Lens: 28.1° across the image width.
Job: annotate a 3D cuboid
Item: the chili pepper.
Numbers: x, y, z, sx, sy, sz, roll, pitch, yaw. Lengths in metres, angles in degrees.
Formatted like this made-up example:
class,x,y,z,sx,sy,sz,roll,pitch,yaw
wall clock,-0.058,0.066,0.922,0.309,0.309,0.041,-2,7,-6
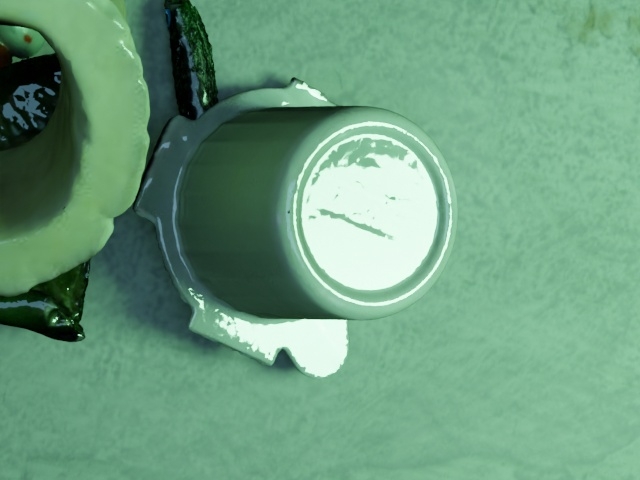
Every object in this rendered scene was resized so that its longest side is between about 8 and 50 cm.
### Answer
class,x,y,z,sx,sy,sz,roll,pitch,yaw
chili pepper,-0.266,-0.051,1.162,0.148,0.116,0.264,7,108,-18

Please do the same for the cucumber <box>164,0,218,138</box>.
class,x,y,z,sx,sy,sz,roll,pitch,yaw
cucumber,-0.114,-0.110,1.226,0.044,0.043,0.256,-10,96,-16

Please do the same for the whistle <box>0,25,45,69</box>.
class,x,y,z,sx,sy,sz,roll,pitch,yaw
whistle,-0.322,-0.175,1.146,0.253,0.106,0.102,-43,80,-6

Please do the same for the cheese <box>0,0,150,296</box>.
class,x,y,z,sx,sy,sz,roll,pitch,yaw
cheese,-0.303,-0.111,0.962,0.332,0.153,0.292,-7,125,-13

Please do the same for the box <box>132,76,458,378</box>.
class,x,y,z,sx,sy,sz,roll,pitch,yaw
box,0.000,0.000,1.150,0.262,0.206,0.291,-19,99,-25
